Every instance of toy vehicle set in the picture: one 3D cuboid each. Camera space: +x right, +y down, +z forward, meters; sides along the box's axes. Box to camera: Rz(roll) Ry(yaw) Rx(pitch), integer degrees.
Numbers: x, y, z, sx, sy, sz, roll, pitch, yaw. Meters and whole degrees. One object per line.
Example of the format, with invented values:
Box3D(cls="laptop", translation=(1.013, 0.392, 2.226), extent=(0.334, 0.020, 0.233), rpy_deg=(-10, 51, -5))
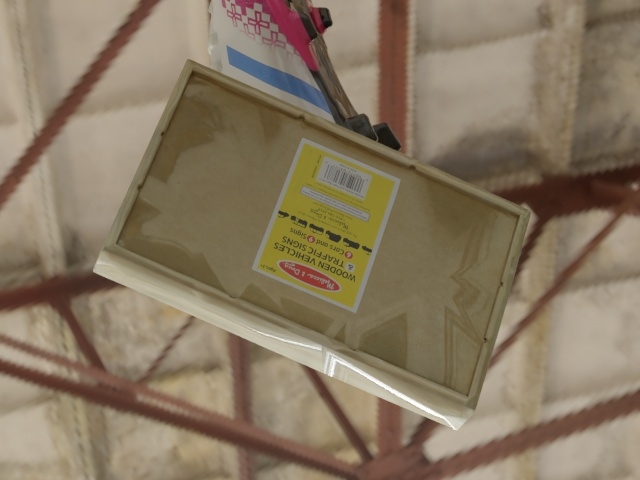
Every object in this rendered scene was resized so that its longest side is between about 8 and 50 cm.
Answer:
Box3D(cls="toy vehicle set", translation=(0.000, 0.000, 1.098), extent=(0.267, 0.166, 0.035), rpy_deg=(24, -31, -5))

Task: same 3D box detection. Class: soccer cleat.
Box3D(cls="soccer cleat", translation=(-0.048, -0.118, 1.246), extent=(0.143, 0.331, 0.116), rpy_deg=(-31, -18, 15))
